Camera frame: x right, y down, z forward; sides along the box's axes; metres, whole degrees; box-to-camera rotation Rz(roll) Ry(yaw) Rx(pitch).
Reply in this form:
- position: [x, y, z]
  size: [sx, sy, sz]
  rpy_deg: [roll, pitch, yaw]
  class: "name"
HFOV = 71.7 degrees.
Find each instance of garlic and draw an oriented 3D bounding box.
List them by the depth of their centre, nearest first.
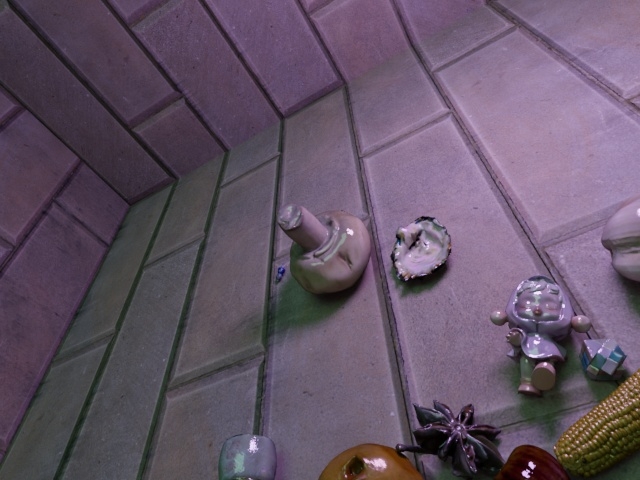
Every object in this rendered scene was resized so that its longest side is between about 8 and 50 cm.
- position: [0.732, -0.024, 0.980]
  size: [0.203, 0.185, 0.281]
  rpy_deg: [-17, 37, 58]
  class: "garlic"

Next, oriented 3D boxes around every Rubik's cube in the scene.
- position: [0.577, 0.245, 0.897]
  size: [0.084, 0.075, 0.073]
  rpy_deg: [-17, 37, 24]
  class: "Rubik's cube"

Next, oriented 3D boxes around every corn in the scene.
- position: [0.558, 0.326, 0.804]
  size: [0.293, 0.106, 0.106]
  rpy_deg: [-41, 35, 2]
  class: "corn"

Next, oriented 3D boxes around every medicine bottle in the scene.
- position: [-0.183, 0.584, 1.111]
  size: [0.147, 0.147, 0.143]
  rpy_deg: [-25, 40, 17]
  class: "medicine bottle"

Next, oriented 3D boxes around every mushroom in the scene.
- position: [0.000, 0.000, 1.458]
  size: [0.314, 0.336, 0.314]
  rpy_deg: [-20, 47, 23]
  class: "mushroom"

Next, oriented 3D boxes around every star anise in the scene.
- position: [0.267, 0.413, 0.918]
  size: [0.231, 0.089, 0.209]
  rpy_deg: [5, 17, 4]
  class: "star anise"

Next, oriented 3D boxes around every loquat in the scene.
- position: [0.100, 0.513, 0.862]
  size: [0.238, 0.238, 0.193]
  rpy_deg: [-40, 35, -3]
  class: "loquat"

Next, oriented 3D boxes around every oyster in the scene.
- position: [0.308, 0.020, 1.384]
  size: [0.198, 0.092, 0.259]
  rpy_deg: [-25, 46, 18]
  class: "oyster"

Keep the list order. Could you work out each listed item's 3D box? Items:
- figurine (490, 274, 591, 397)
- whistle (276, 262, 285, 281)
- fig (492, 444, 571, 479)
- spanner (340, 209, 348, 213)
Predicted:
- position: [0.483, 0.204, 0.982]
  size: [0.200, 0.133, 0.276]
  rpy_deg: [0, 53, 30]
  class: "figurine"
- position: [-0.153, 0.121, 1.711]
  size: [0.033, 0.029, 0.083]
  rpy_deg: [-46, 22, 53]
  class: "whistle"
- position: [0.372, 0.461, 0.761]
  size: [0.149, 0.148, 0.202]
  rpy_deg: [-9, 26, -5]
  class: "fig"
- position: [0.000, -0.052, 1.789]
  size: [0.254, 0.015, 0.054]
  rpy_deg: [-30, 34, 10]
  class: "spanner"
